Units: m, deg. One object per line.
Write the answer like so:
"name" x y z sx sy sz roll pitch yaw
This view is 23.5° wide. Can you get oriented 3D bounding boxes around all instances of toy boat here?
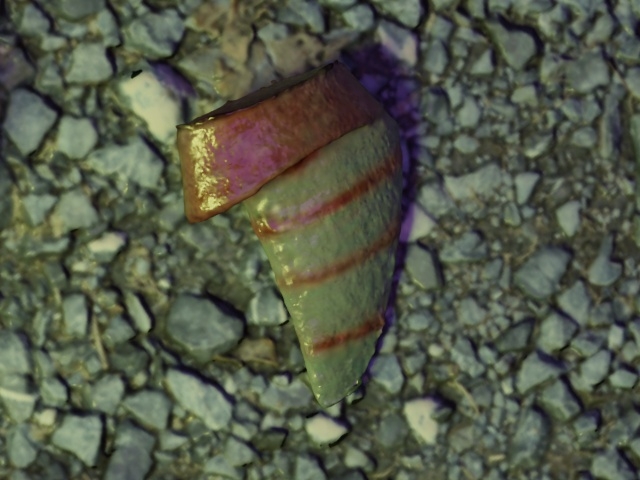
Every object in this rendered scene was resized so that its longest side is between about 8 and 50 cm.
"toy boat" 0.000 0.000 1.317 0.206 0.096 0.282 -25 103 -21
